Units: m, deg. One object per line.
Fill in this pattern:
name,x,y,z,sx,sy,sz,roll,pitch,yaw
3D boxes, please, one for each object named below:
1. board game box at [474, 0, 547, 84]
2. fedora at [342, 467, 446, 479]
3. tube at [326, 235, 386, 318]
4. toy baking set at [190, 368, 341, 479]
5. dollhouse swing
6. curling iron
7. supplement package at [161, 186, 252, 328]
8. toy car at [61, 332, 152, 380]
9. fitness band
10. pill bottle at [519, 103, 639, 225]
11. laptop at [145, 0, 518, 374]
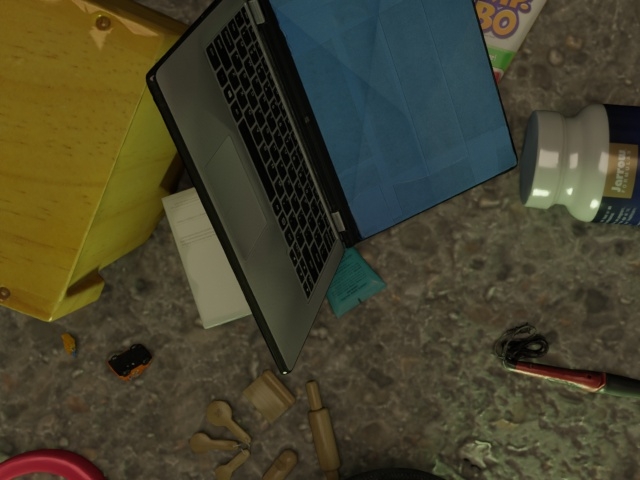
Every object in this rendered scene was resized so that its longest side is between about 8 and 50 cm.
board game box,0.212,-0.288,1.321,0.124,0.039,0.260,30,91,0
fedora,0.079,0.448,1.298,0.333,0.152,0.334,0,89,0
tube,0.000,0.000,1.336,0.080,0.052,0.207,-33,97,5
toy baking set,-0.067,0.308,1.362,0.196,0.030,0.256,-17,92,6
dollhouse swing,-0.306,-0.139,1.167,0.315,0.305,0.347,22,108,-9
curling iron,0.369,0.176,1.334,0.273,0.035,0.068,18,93,1
supplement package,-0.126,0.013,1.310,0.105,0.105,0.179,-18,91,2
toy car,-0.292,0.155,1.367,0.122,0.060,0.041,26,138,17
fitness band,-0.374,0.432,1.368,0.208,0.054,0.291,-9,93,0
pill bottle,0.395,-0.094,1.263,0.264,0.153,0.153,4,93,2
laptop,0.048,-0.129,1.144,0.236,0.408,0.382,-9,120,24
